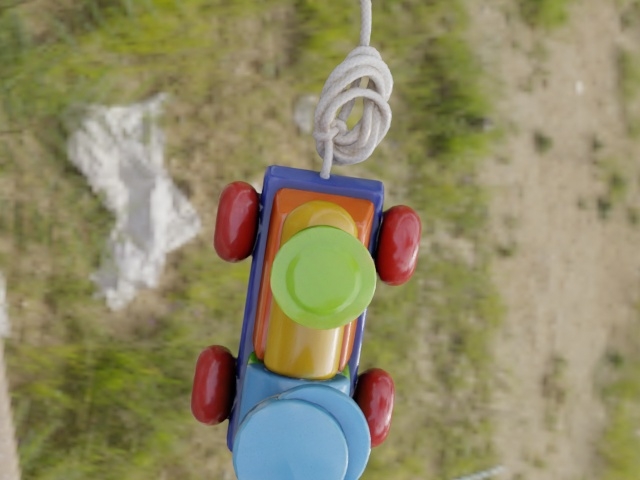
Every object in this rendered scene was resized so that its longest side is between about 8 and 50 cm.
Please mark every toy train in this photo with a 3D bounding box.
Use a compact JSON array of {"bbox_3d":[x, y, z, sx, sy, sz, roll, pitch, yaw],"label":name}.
[{"bbox_3d":[0.000,0.000,0.750,0.143,0.105,0.248,-99,-163,-82],"label":"toy train"}]
